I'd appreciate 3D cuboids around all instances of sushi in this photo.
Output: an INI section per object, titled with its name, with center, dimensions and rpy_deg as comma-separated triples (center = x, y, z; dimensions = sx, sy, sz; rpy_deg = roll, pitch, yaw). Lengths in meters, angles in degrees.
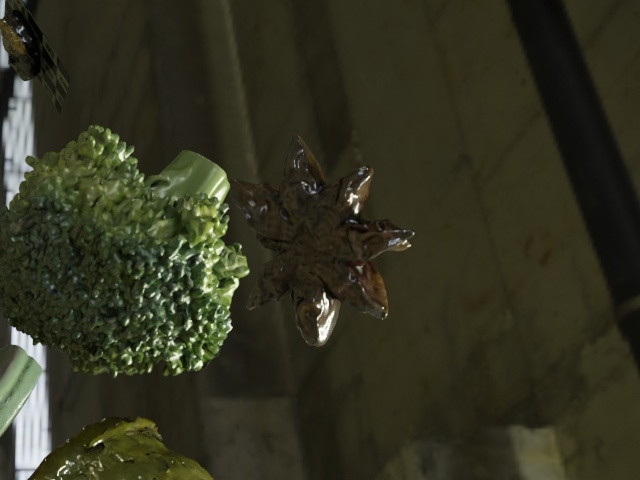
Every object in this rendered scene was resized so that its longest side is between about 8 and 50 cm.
[sushi]
center = -0.484, -0.300, 2.016
dimensions = 0.192, 0.050, 0.215
rpy_deg = 58, -19, 1

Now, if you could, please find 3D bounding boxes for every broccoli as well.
[broccoli]
center = -0.209, 0.011, 1.267
dimensions = 0.260, 0.288, 0.235
rpy_deg = -59, 169, 0

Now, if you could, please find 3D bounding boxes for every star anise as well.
[star anise]
center = -0.018, 0.001, 1.833
dimensions = 0.108, 0.315, 0.315
rpy_deg = -40, 143, -66

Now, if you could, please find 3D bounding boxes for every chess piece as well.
[chess piece]
center = -0.456, 0.117, 1.385
dimensions = 0.139, 0.271, 0.139
rpy_deg = -47, -166, 16

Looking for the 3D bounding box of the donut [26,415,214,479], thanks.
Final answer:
[donut]
center = -0.142, 0.252, 0.839
dimensions = 0.107, 0.272, 0.272
rpy_deg = 24, -64, 23
